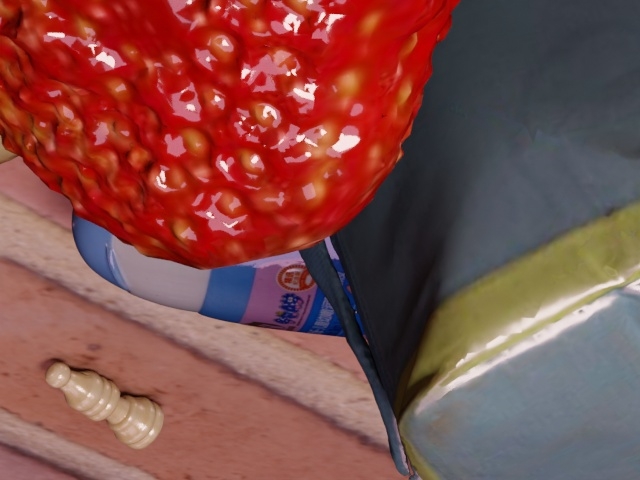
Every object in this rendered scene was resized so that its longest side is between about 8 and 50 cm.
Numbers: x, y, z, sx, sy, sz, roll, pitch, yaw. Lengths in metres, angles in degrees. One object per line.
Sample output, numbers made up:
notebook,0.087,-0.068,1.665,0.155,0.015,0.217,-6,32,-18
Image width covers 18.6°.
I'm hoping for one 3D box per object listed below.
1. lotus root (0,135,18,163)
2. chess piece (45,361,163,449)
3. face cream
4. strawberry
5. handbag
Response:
lotus root,-0.192,-0.088,0.908,0.261,0.074,0.170,14,150,-23
chess piece,-0.147,0.105,1.300,0.035,0.035,0.092,-18,141,33
face cream,0.000,0.000,1.042,0.264,0.083,0.149,7,148,-7
strawberry,-0.052,-0.144,0.626,0.261,0.257,0.261,8,158,3
handbag,0.111,-0.015,0.797,0.222,0.241,0.263,-30,140,14
